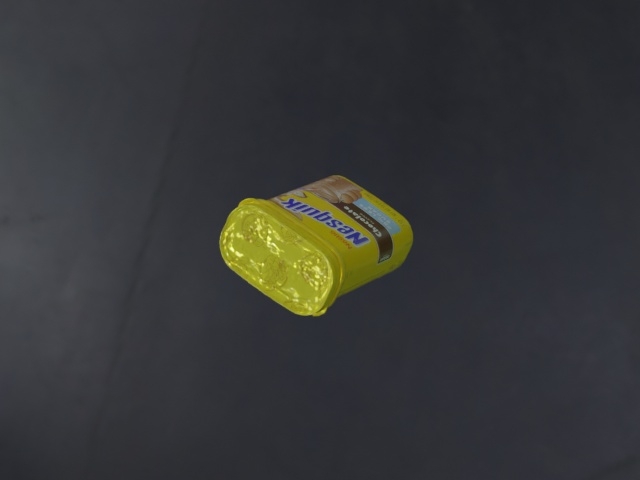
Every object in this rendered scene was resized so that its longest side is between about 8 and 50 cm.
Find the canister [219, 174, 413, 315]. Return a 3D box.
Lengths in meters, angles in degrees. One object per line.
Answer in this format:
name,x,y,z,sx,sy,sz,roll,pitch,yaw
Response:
canister,0.000,0.000,1.838,0.126,0.170,0.073,34,117,19
